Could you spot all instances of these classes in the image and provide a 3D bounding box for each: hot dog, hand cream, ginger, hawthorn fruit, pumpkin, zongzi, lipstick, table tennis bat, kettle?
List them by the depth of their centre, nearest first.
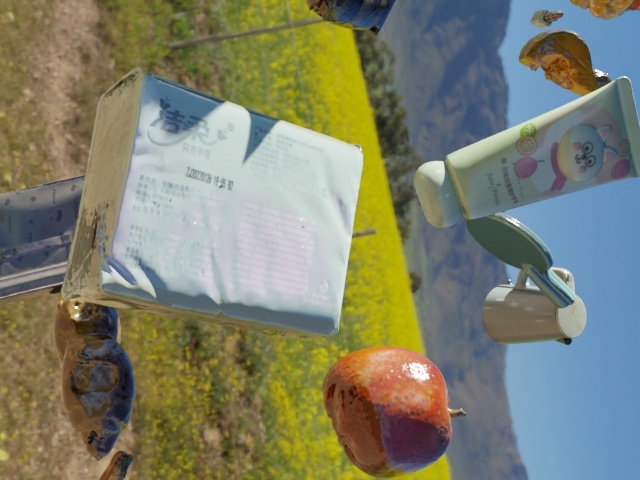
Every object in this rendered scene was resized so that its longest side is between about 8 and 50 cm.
[{"bbox_3d":[0.279,-0.103,1.131,0.093,0.306,0.147,-95,163,-65],"label":"hand cream"},{"bbox_3d":[-0.319,0.371,1.281,0.122,0.037,0.049,-56,-157,19],"label":"hot dog"},{"bbox_3d":[0.325,0.027,1.335,0.237,0.038,0.149,42,-17,-19],"label":"table tennis bat"},{"bbox_3d":[0.404,-0.394,1.478,0.107,0.025,0.025,-127,-123,-77],"label":"lipstick"},{"bbox_3d":[0.155,0.361,1.765,0.275,0.300,0.275,-2,90,-88],"label":"hawthorn fruit"},{"bbox_3d":[-0.503,0.299,1.863,0.274,0.152,0.357,112,-36,-50],"label":"ginger"},{"bbox_3d":[-0.001,-0.589,1.879,0.288,0.134,0.286,41,21,17],"label":"zongzi"},{"bbox_3d":[0.632,-0.448,2.103,0.126,0.248,0.131,-57,176,2],"label":"pumpkin"},{"bbox_3d":[0.570,0.170,2.215,0.243,0.160,0.210,-8,-101,54],"label":"kettle"}]

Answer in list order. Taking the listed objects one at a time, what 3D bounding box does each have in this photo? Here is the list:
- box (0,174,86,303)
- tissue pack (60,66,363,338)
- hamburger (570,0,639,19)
[{"bbox_3d":[-0.506,0.008,1.536,0.225,0.297,0.190,147,-71,-76],"label":"box"},{"bbox_3d":[-0.159,-0.037,1.305,0.205,0.405,0.331,-8,-109,54],"label":"tissue pack"},{"bbox_3d":[0.549,-0.536,1.593,0.237,0.149,0.237,160,-90,-73],"label":"hamburger"}]
